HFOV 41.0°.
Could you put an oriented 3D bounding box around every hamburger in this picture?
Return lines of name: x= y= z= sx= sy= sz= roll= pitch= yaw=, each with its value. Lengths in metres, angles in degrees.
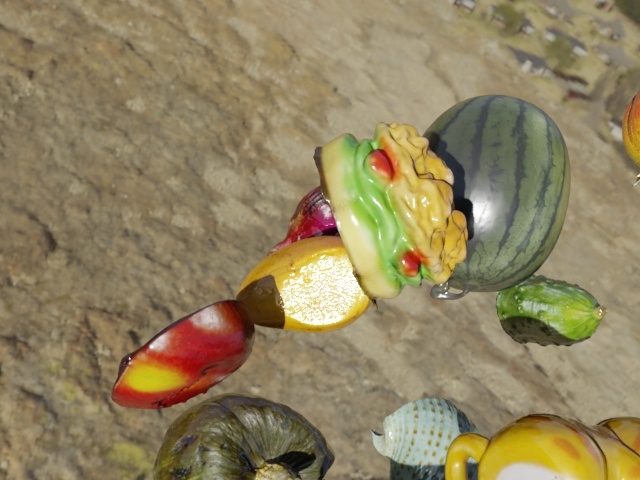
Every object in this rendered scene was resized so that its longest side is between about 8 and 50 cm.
hamburger: x=0.097 y=-0.041 z=1.053 sx=0.237 sy=0.148 sz=0.237 roll=-18 pitch=90 yaw=-80

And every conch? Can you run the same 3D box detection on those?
conch: x=0.169 y=0.334 z=1.242 sx=0.200 sy=0.172 sz=0.131 roll=41 pitch=4 yaw=-34

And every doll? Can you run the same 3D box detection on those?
doll: x=0.301 y=0.275 z=0.970 sx=0.269 sy=0.167 sz=0.162 roll=12 pitch=29 yaw=-23

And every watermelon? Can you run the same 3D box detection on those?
watermelon: x=0.272 y=-0.067 z=1.433 sx=0.278 sy=0.279 sz=0.360 roll=20 pitch=72 yaw=-16

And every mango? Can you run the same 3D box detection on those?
mango: x=-0.020 y=0.069 z=1.242 sx=0.102 sy=0.217 sz=0.141 roll=34 pitch=41 yaw=-76

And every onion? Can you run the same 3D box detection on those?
onion: x=0.008 y=0.004 z=1.482 sx=0.198 sy=0.173 sz=0.135 roll=-30 pitch=27 yaw=-22

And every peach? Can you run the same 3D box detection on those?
peach: x=-0.150 y=0.156 z=1.057 sx=0.068 sy=0.189 sz=0.279 roll=53 pitch=13 yaw=15

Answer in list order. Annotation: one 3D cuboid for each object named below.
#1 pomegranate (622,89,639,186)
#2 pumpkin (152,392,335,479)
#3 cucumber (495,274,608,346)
pomegranate: x=0.617 y=-0.183 z=1.457 sx=0.210 sy=0.235 sz=0.210 roll=23 pitch=-1 yaw=1
pumpkin: x=-0.134 y=0.355 z=1.334 sx=0.232 sy=0.242 sz=0.325 roll=53 pitch=38 yaw=-4
cucumber: x=0.419 y=0.124 z=1.501 sx=0.134 sy=0.134 sz=0.244 roll=21 pitch=-8 yaw=-15
